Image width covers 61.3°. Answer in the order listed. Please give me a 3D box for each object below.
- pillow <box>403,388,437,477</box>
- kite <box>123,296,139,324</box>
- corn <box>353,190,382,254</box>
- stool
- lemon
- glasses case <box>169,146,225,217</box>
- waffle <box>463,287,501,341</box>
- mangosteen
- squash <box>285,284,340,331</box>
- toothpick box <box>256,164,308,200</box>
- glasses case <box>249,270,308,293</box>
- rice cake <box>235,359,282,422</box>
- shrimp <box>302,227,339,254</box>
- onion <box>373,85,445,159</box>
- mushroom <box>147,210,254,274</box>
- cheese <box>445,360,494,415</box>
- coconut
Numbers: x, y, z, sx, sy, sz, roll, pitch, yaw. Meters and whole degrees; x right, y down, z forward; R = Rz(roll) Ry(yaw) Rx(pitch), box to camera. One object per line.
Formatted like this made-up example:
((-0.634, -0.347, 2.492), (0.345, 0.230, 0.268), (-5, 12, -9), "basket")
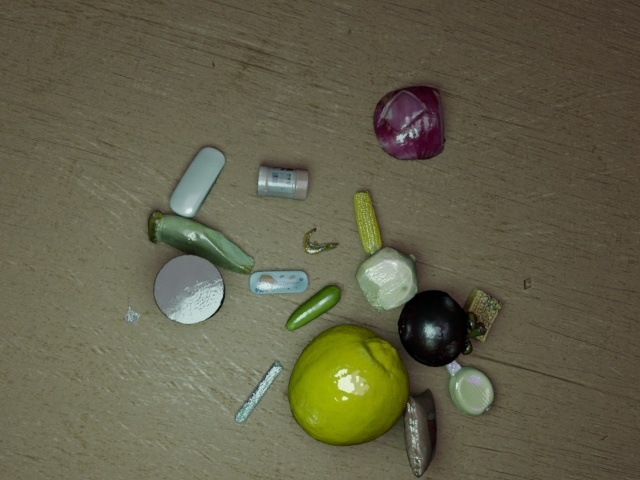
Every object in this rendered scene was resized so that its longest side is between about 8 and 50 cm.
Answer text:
((0.292, 0.553, 1.574), (0.084, 0.236, 0.223), (-3, 78, 20), "pillow")
((-0.551, 0.208, 1.585), (0.044, 0.002, 0.078), (10, 82, -8), "kite")
((0.147, -0.055, 1.697), (0.067, 0.067, 0.206), (-10, 83, -10), "corn")
((-0.353, 0.139, 1.492), (0.179, 0.264, 0.179), (1, 82, -10), "stool")
((0.076, 0.401, 1.498), (0.348, 0.348, 0.348), (1, 83, -9), "lemon")
((-0.369, -0.177, 1.629), (0.092, 0.059, 0.233), (25, 73, 0), "glasses case")
((0.507, 0.239, 1.730), (0.102, 0.042, 0.148), (32, 78, -4), "waffle")
((0.364, 0.264, 1.610), (0.265, 0.228, 0.228), (6, 82, -4), "mangosteen")
((-0.021, 0.207, 1.637), (0.201, 0.066, 0.066), (-37, 90, -9), "squash")
((-0.117, -0.176, 1.655), (0.149, 0.098, 0.098), (4, 82, -8), "toothpick box")
((-0.127, 0.127, 1.641), (0.178, 0.045, 0.067), (-1, 82, -9), "glasses case")
((-0.182, 0.447, 1.597), (0.033, 0.033, 0.207), (38, 78, -5), "rice cake")
((0.000, 0.000, 1.690), (0.114, 0.023, 0.083), (-8, 81, -6), "shrimp")
((0.301, -0.392, 1.747), (0.247, 0.111, 0.250), (-3, 85, -11), "onion")
((-0.351, 0.005, 1.596), (0.333, 0.107, 0.087), (21, 36, -5), "mushroom")
((0.444, 0.436, 1.684), (0.137, 0.064, 0.227), (-38, 91, -15), "cheese")
((0.209, 0.107, 1.632), (0.194, 0.194, 0.194), (1, 83, -9), "coconut")
